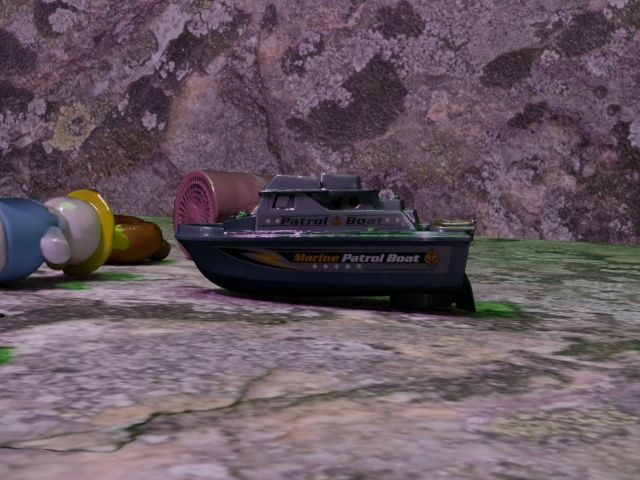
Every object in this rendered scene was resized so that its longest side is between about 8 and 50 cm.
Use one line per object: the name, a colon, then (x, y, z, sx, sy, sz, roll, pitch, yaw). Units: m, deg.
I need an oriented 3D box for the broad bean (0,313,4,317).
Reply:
broad bean: (-0.232, 0.051, 0.411, 0.069, 0.039, 0.227, -2, 1, 27)

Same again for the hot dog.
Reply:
hot dog: (-0.253, -0.001, 1.105, 0.090, 0.060, 0.140, 18, 15, 22)

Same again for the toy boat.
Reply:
toy boat: (0.002, -0.003, 0.810, 0.296, 0.122, 0.114, 3, 4, 11)

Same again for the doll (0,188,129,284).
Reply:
doll: (-0.289, -0.006, 0.849, 0.135, 0.098, 0.241, -21, -9, 27)

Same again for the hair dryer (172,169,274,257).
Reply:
hair dryer: (-0.027, -0.006, 1.146, 0.210, 0.125, 0.352, 2, 13, -38)

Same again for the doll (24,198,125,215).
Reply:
doll: (-0.443, -0.035, 1.191, 0.341, 0.098, 0.346, -1, 7, -28)
